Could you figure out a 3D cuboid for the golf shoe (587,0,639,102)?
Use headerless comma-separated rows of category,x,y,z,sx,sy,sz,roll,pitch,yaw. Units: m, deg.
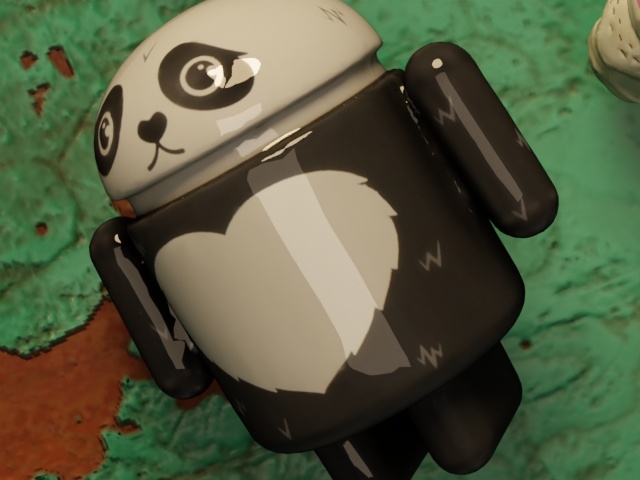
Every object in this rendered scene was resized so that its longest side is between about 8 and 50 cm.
golf shoe,0.279,-0.145,0.839,0.306,0.140,0.115,-13,79,-18

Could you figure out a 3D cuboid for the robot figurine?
robot figurine,-0.002,0.001,0.823,0.209,0.173,0.278,-32,97,-12
